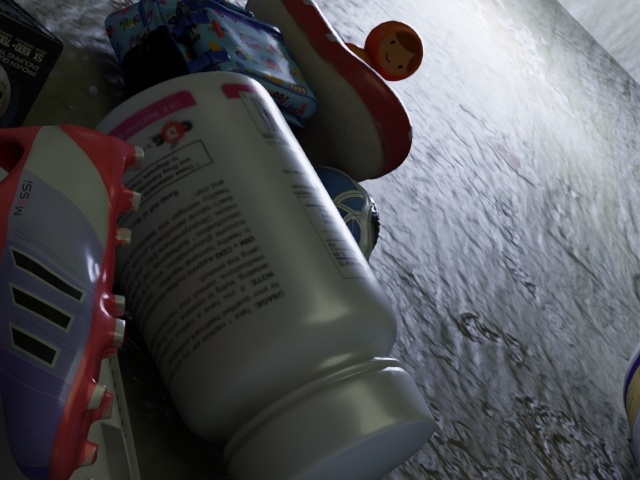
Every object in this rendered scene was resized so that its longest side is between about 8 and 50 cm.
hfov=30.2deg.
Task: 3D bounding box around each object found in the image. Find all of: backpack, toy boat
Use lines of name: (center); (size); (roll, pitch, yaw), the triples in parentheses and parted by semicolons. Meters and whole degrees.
backpack: (-0.102, -0.155, 1.038); (0.158, 0.117, 0.173); (19, 37, -46)
toy boat: (0.031, -0.165, 1.148); (0.151, 0.151, 0.231); (76, -12, -50)

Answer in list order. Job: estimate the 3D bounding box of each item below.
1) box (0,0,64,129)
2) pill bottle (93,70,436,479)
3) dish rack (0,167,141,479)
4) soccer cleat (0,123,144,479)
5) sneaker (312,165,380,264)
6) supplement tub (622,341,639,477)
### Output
box: (-0.265, -0.144, 0.749); (0.147, 0.077, 0.180); (25, 9, -37)
pill bottle: (-0.047, 0.038, 0.815); (0.160, 0.160, 0.283); (5, 49, -53)
dish rack: (-0.223, 0.037, 0.662); (0.286, 0.072, 0.332); (21, 36, -41)
soccer cleat: (-0.151, 0.025, 0.638); (0.095, 0.083, 0.248); (8, 43, -9)
sneaker: (0.000, 0.000, 1.021); (0.081, 0.080, 0.211); (35, 29, -31)
supplement tub: (0.443, 0.235, 1.186); (0.241, 0.241, 0.331); (38, 28, -19)
